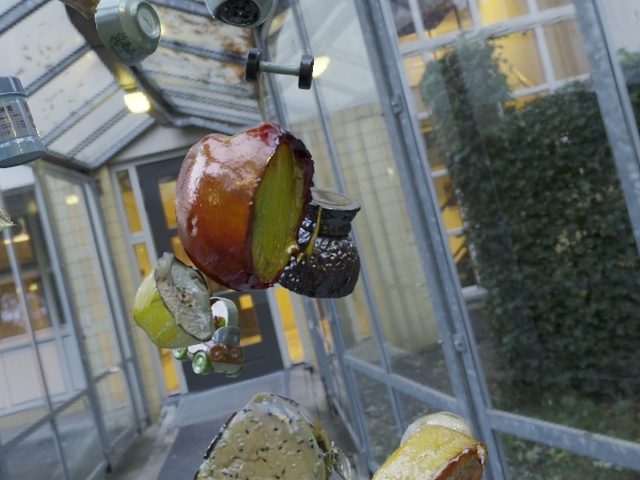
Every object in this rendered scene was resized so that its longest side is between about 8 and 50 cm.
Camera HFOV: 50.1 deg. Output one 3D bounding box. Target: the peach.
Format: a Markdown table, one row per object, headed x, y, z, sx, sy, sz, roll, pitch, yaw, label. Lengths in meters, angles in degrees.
| x | y | z | sx | sy | sz | roll | pitch | yaw | label |
| --- | --- | --- | --- | --- | --- | --- | --- | --- | --- |
| -0.188 | -0.091 | 1.660 | 0.309 | 0.406 | 0.335 | 15 | 18 | 31 | peach |

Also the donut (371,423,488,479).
| x | y | z | sx | sy | sz | roll | pitch | yaw | label |
| --- | --- | --- | --- | --- | --- | --- | --- | --- | --- |
| 0.153 | 0.388 | 1.013 | 0.118 | 0.254 | 0.253 | 28 | 24 | 30 | donut |

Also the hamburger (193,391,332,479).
| x | y | z | sx | sy | sz | roll | pitch | yaw | label |
| --- | --- | --- | --- | --- | --- | --- | --- | --- | --- |
| -0.116 | 0.533 | 1.598 | 0.276 | 0.318 | 0.195 | 30 | -1 | 13 | hamburger |

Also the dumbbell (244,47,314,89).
| x | y | z | sx | sy | sz | roll | pitch | yaw | label |
| --- | --- | --- | --- | --- | --- | --- | --- | --- | --- |
| -0.116 | -0.492 | 1.965 | 0.191 | 0.100 | 0.100 | 7 | 0 | 1 | dumbbell |

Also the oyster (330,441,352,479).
| x | y | z | sx | sy | sz | roll | pitch | yaw | label |
| --- | --- | --- | --- | --- | --- | --- | --- | --- | --- |
| 0.039 | 0.512 | 1.560 | 0.038 | 0.081 | 0.083 | -29 | 8 | 9 | oyster |

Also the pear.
| x | y | z | sx | sy | sz | roll | pitch | yaw | label |
| --- | --- | --- | --- | --- | --- | --- | --- | --- | --- |
| -0.409 | 0.179 | 1.792 | 0.178 | 0.267 | 0.267 | -28 | -4 | 13 | pear |

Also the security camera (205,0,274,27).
| x | y | z | sx | sy | sz | roll | pitch | yaw | label |
| --- | --- | --- | --- | --- | --- | --- | --- | --- | --- |
| -0.206 | -0.672 | 1.795 | 0.194 | 0.195 | 0.236 | -13 | -22 | -36 | security camera |

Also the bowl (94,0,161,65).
| x | y | z | sx | sy | sz | roll | pitch | yaw | label |
| --- | --- | --- | --- | --- | --- | --- | --- | --- | --- |
| -0.539 | -0.620 | 1.978 | 0.112 | 0.212 | 0.211 | -9 | 1 | 26 | bowl |

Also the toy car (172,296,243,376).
| x | y | z | sx | sy | sz | roll | pitch | yaw | label |
| --- | --- | --- | --- | --- | --- | --- | --- | --- | --- |
| -0.313 | 0.279 | 2.036 | 0.235 | 0.235 | 0.145 | -14 | -22 | 41 | toy car |

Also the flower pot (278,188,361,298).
| x | y | z | sx | sy | sz | roll | pitch | yaw | label |
| --- | --- | --- | --- | --- | --- | --- | --- | --- | --- |
| 0.000 | 0.000 | 2.011 | 0.266 | 0.267 | 0.266 | 9 | 18 | -3 | flower pot |

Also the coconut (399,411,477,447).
| x | y | z | sx | sy | sz | roll | pitch | yaw | label |
| --- | --- | --- | --- | --- | --- | --- | --- | --- | --- |
| 0.270 | 0.478 | 1.544 | 0.194 | 0.195 | 0.194 | -14 | -1 | 0 | coconut |

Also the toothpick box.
| x | y | z | sx | sy | sz | roll | pitch | yaw | label |
| --- | --- | --- | --- | --- | --- | --- | --- | --- | --- |
| -0.605 | -0.227 | 1.323 | 0.101 | 0.153 | 0.101 | -20 | 2 | 1 | toothpick box |

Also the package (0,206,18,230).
| x | y | z | sx | sy | sz | roll | pitch | yaw | label |
| --- | --- | --- | --- | --- | --- | --- | --- | --- | --- |
| -0.594 | -0.029 | 1.178 | 0.120 | 0.031 | 0.108 | -16 | 30 | -31 | package |

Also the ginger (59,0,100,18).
| x | y | z | sx | sy | sz | roll | pitch | yaw | label |
| --- | --- | --- | --- | --- | --- | --- | --- | --- | --- |
| -0.678 | -0.615 | 1.550 | 0.236 | 0.166 | 0.375 | 27 | 3 | 11 | ginger |
